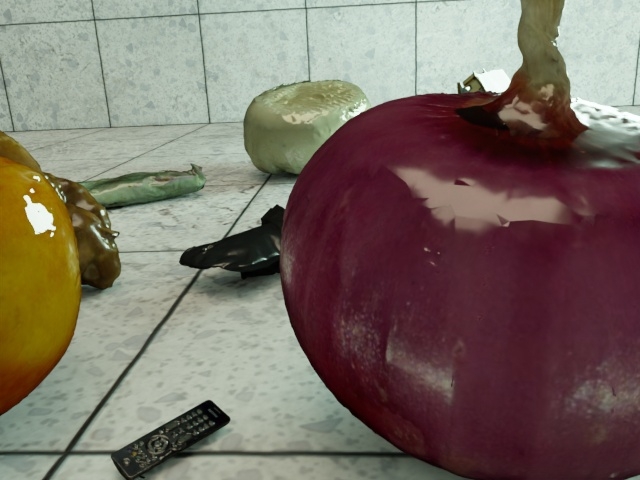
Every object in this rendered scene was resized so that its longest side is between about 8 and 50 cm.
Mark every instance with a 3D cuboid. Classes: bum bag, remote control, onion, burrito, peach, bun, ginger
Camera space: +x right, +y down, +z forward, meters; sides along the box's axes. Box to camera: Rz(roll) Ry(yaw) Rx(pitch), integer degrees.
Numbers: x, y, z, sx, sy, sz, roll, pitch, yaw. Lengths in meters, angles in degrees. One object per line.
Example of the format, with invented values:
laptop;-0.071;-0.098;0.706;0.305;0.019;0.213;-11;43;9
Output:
bum bag;-0.071;0.004;0.830;0.123;0.060;0.248;18;32;37
remote control;-0.112;0.154;0.449;0.034;0.016;0.091;31;35;34
onion;0.141;0.000;0.446;0.358;0.345;0.359;-7;52;8
burrito;-0.397;-0.112;1.265;0.309;0.066;0.096;-14;23;-24
peach;-0.319;0.037;0.484;0.281;0.238;0.281;-44;6;6
bun;-0.027;-0.277;1.510;0.359;0.211;0.360;-5;28;3
ginger;-0.406;-0.023;0.766;0.274;0.152;0.357;35;9;-37

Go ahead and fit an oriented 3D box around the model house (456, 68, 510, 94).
model house;0.326;-0.188;1.210;0.178;0.271;0.206;-25;-7;-43
